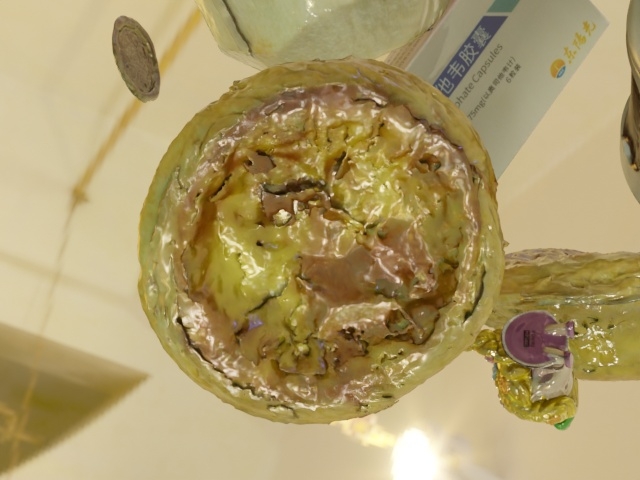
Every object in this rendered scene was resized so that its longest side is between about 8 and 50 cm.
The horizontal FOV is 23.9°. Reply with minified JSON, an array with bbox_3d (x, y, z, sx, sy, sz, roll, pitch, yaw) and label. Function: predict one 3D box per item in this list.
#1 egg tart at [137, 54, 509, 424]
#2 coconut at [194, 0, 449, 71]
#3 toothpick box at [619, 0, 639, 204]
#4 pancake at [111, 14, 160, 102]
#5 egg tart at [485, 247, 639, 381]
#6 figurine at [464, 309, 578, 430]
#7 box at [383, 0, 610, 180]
[{"bbox_3d":[0.000,0.000,1.161,0.115,0.290,0.290,-116,-130,-77],"label":"egg tart"},{"bbox_3d":[-0.008,-0.333,1.582,0.323,0.323,0.323,-57,-160,34],"label":"coconut"},{"bbox_3d":[0.394,-0.119,1.400,0.316,0.229,0.229,73,28,-62],"label":"toothpick box"},{"bbox_3d":[-0.228,-0.223,1.865,0.011,0.115,0.115,-15,-135,24],"label":"pancake"},{"bbox_3d":[0.374,0.095,1.979,0.443,0.443,0.178,176,-89,-72],"label":"egg tart"},{"bbox_3d":[0.202,0.134,1.508,0.156,0.115,0.094,66,38,-56],"label":"figurine"},{"bbox_3d":[0.172,-0.182,1.759,0.343,0.200,0.065,-54,-148,-5],"label":"box"}]
